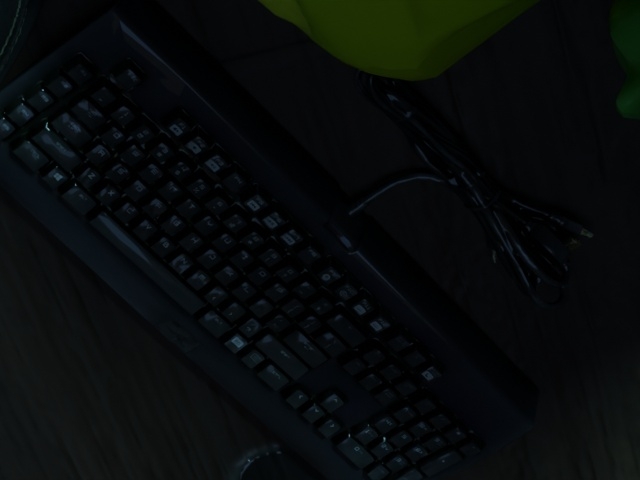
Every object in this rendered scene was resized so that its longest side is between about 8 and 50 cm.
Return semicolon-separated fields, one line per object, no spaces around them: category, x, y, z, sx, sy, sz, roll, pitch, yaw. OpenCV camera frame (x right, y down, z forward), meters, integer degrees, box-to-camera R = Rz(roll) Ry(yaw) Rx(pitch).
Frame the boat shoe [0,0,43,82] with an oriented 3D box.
boat shoe;-0.144;-0.144;0.722;0.084;0.079;0.233;15;125;-12

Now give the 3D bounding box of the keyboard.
keyboard;0.000;0.000;0.849;0.201;0.033;0.317;-35;118;21

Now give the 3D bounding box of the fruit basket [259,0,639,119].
fruit basket;0.091;-0.129;0.588;0.392;0.283;0.392;-8;145;-5
